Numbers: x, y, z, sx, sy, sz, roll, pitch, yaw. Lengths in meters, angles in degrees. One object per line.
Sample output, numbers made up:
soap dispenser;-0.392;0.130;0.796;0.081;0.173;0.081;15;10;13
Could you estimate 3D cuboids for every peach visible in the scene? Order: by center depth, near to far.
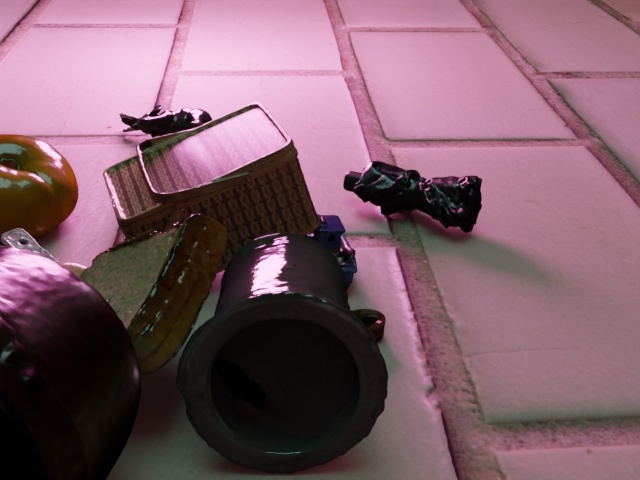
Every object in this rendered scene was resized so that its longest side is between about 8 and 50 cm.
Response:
peach;-0.558;-0.093;1.618;0.251;0.153;0.251;11;37;-9

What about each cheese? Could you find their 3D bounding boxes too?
cheese;-0.396;0.060;1.356;0.255;0.050;0.127;36;43;23

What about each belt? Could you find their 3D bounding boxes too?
belt;0.057;0.132;1.330;0.083;0.036;0.059;-11;37;-22

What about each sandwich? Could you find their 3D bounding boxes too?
sandwich;-0.249;0.088;1.178;0.251;0.087;0.226;-21;34;41

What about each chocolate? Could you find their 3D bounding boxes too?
chocolate;-0.345;0.178;0.926;0.383;0.384;0.331;13;21;21

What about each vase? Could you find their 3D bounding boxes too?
vase;-0.042;0.115;1.164;0.244;0.245;0.291;1;23;-1

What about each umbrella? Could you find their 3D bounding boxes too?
umbrella;0.169;-0.087;1.684;0.272;0.110;0.122;12;30;27

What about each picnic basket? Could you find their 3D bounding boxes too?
picnic basket;-0.188;-0.076;1.475;0.312;0.175;0.228;-24;33;-6

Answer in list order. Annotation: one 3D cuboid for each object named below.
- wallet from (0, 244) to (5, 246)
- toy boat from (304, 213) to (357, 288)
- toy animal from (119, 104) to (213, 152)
wallet;-0.560;0.072;1.362;0.274;0.068;0.335;12;24;1
toy boat;0.000;0.000;1.511;0.100;0.097;0.223;-1;28;-16
toy animal;-0.352;-0.246;1.980;0.269;0.082;0.137;6;25;17
